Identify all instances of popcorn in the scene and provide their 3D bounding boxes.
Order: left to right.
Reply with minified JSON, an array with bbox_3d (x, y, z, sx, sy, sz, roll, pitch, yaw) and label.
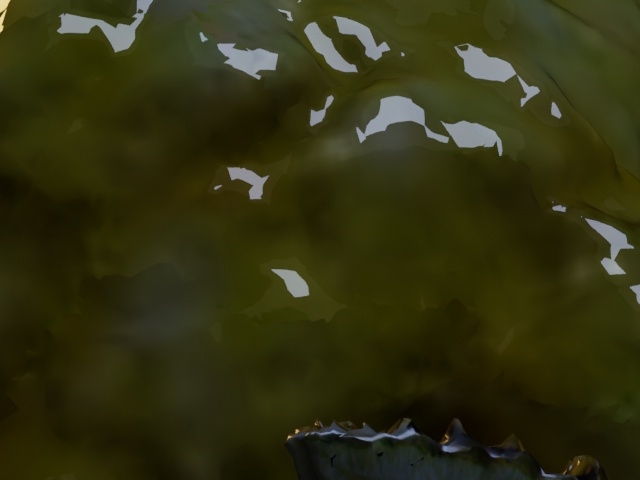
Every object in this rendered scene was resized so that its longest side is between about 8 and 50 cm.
[{"bbox_3d":[-0.006,-0.008,0.625,0.293,0.292,0.334,52,23,-41],"label":"popcorn"}]

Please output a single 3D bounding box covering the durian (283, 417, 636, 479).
[{"bbox_3d":[0.022,0.169,0.408,0.194,0.137,0.237,13,59,0],"label":"durian"}]
